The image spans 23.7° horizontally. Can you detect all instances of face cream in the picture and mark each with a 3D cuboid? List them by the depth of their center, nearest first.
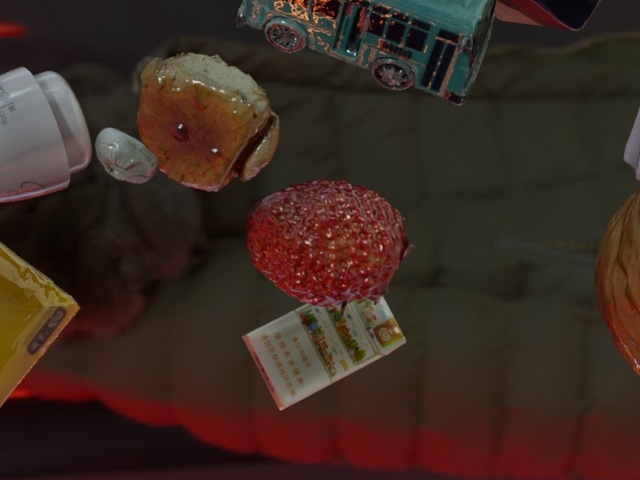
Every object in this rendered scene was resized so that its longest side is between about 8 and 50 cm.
[{"bbox_3d":[-0.217,-0.072,1.074,0.091,0.095,0.091,51,154,38],"label":"face cream"}]

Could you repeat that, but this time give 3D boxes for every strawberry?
[{"bbox_3d":[0.001,-0.002,1.385,0.131,0.148,0.131,-50,16,20],"label":"strawberry"}]

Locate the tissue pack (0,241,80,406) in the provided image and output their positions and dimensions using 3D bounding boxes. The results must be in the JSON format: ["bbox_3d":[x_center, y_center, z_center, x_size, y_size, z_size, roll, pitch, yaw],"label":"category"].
[{"bbox_3d":[-0.499,0.125,1.652,0.382,0.293,0.228,-53,22,-10],"label":"tissue pack"}]

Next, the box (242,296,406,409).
[{"bbox_3d":[0.007,0.144,2.208,0.122,0.220,0.032,62,153,4],"label":"box"}]

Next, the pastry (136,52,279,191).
[{"bbox_3d":[-0.173,-0.178,2.252,0.218,0.100,0.229,-30,100,38],"label":"pastry"}]

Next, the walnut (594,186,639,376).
[{"bbox_3d":[0.534,0.073,1.930,0.354,0.308,0.398,-40,85,35],"label":"walnut"}]

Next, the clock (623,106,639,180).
[{"bbox_3d":[0.416,-0.183,1.712,0.253,0.083,0.186,-35,-44,-54],"label":"clock"}]

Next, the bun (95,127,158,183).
[{"bbox_3d":[-0.231,-0.098,1.796,0.045,0.083,0.083,-61,2,-15],"label":"bun"}]

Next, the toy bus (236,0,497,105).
[{"bbox_3d":[0.056,-0.254,1.568,0.147,0.256,0.128,106,-175,-57],"label":"toy bus"}]

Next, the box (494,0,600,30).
[{"bbox_3d":[0.235,-0.340,1.930,0.071,0.168,0.259,-55,17,2],"label":"box"}]
